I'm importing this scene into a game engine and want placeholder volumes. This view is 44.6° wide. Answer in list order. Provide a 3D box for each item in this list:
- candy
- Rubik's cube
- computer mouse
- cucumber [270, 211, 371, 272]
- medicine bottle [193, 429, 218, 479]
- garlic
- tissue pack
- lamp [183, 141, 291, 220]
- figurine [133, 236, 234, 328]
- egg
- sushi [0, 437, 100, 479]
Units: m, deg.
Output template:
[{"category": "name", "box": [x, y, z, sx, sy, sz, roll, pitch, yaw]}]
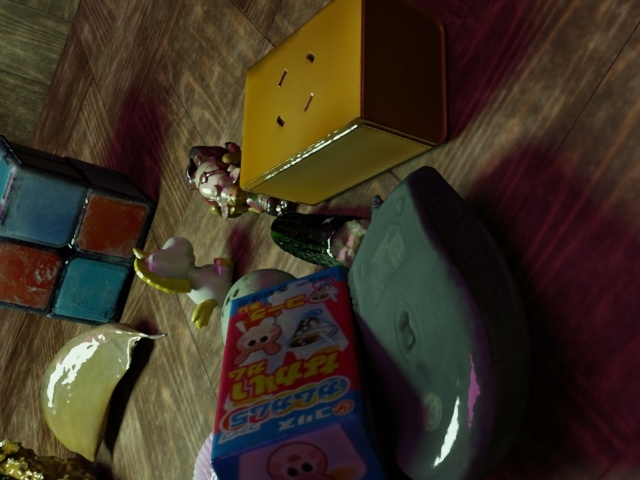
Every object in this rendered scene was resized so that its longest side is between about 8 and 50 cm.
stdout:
[{"category": "candy", "box": [-0.024, 0.155, 0.861, 0.157, 0.100, 0.306, -18, 26, 7]}, {"category": "Rubik's cube", "box": [-0.597, -0.022, 1.753, 0.316, 0.313, 0.318, 34, 105, 56]}, {"category": "computer mouse", "box": [0.123, 0.080, 0.799, 0.188, 0.122, 0.371, -59, 31, 36]}, {"category": "cucumber", "box": [0.000, -0.001, 1.066, 0.241, 0.074, 0.074, 9, 85, 60]}, {"category": "medicine bottle", "box": [-0.014, 0.313, 0.864, 0.291, 0.178, 0.178, 23, 97, 58]}, {"category": "garlic", "box": [-0.441, 0.271, 1.604, 0.196, 0.151, 0.338, 37, 104, 27]}, {"category": "tissue pack", "box": [0.023, -0.175, 1.030, 0.274, 0.145, 0.194, -22, 58, 52]}, {"category": "lamp", "box": [-0.143, -0.087, 1.278, 0.253, 0.118, 0.118, 41, 113, 56]}, {"category": "figurine", "box": [-0.230, 0.055, 1.303, 0.109, 0.178, 0.129, -42, 18, 34]}, {"category": "egg", "box": [-0.074, 0.120, 1.080, 0.131, 0.131, 0.164, 28, 115, 57]}, {"category": "sushi", "box": [-0.572, 0.525, 1.589, 0.348, 0.234, 0.207, 11, 83, 34]}]
